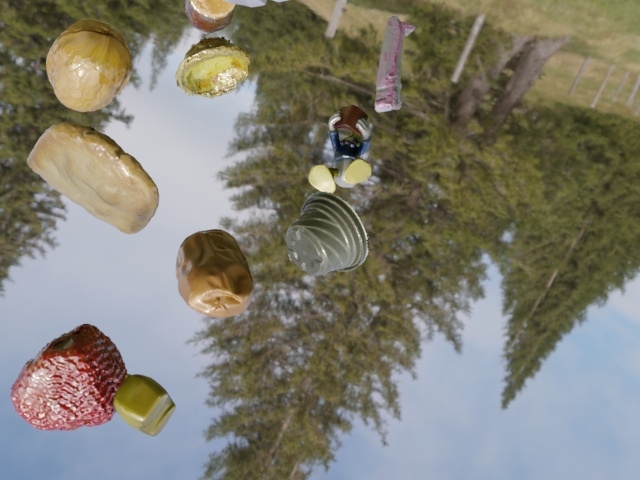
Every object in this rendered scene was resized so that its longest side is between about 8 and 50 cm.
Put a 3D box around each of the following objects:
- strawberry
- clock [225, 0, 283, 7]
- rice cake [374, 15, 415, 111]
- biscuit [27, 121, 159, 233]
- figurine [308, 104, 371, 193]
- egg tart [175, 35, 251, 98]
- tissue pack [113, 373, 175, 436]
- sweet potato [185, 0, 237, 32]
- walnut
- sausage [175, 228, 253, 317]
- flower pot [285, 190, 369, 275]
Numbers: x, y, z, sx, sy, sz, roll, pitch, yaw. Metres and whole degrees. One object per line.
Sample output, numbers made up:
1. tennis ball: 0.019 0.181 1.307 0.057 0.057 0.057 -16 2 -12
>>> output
1. strawberry: -0.683 0.378 1.799 0.312 0.351 0.267 -29 -116 -33
2. clock: -0.095 -0.550 1.245 0.083 0.186 0.253 19 180 -37
3. rice cake: 0.205 -0.492 1.827 0.081 0.290 0.051 8 164 10
4. biscuit: -0.709 -0.190 2.090 0.429 0.104 0.446 43 145 -18
5. figurine: 0.081 -0.324 2.247 0.205 0.283 0.338 2 -166 6
6. egg tart: -0.280 -0.450 1.681 0.213 0.212 0.090 -2 -117 -56
7. tissue pack: -0.462 0.425 1.702 0.127 0.123 0.178 26 153 15
8. sweet potato: -0.282 -0.584 1.661 0.131 0.131 0.337 18 179 -13
9. walnut: -0.468 -0.351 1.325 0.159 0.207 0.159 21 -133 -25
10. sausage: -0.211 0.060 1.289 0.136 0.120 0.241 19 -159 -22
11. flower pot: 0.000 0.000 1.713 0.235 0.235 0.140 32 -132 32
